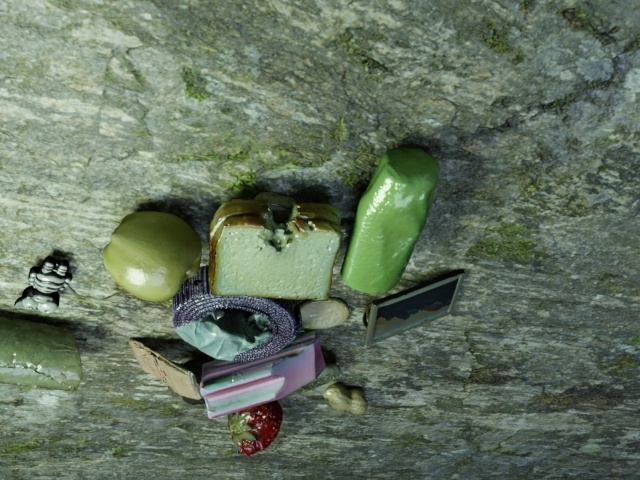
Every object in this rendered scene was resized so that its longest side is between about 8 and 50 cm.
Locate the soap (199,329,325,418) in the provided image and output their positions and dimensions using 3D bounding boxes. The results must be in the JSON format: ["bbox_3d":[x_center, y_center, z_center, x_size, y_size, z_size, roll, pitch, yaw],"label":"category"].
[{"bbox_3d":[-0.149,0.342,1.780,0.323,0.193,0.109,-17,108,-2],"label":"soap"}]

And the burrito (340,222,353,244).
[{"bbox_3d":[0.000,0.002,1.509,0.188,0.045,0.058,-20,150,11],"label":"burrito"}]

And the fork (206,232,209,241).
[{"bbox_3d":[-0.226,-0.028,1.456,0.012,0.016,0.115,-7,148,-39],"label":"fork"}]

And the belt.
[{"bbox_3d":[-0.210,0.182,1.641,0.324,0.122,0.260,27,126,-35],"label":"belt"}]

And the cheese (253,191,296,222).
[{"bbox_3d":[-0.123,-0.029,1.453,0.096,0.038,0.192,12,137,-22],"label":"cheese"}]

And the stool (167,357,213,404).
[{"bbox_3d":[-0.329,0.398,1.902,0.121,0.125,0.217,-15,164,37],"label":"stool"}]

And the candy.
[{"bbox_3d":[0.137,-0.033,1.407,0.142,0.132,0.344,16,131,-2],"label":"candy"}]

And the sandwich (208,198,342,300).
[{"bbox_3d":[-0.098,0.021,1.413,0.273,0.095,0.249,3,138,-10],"label":"sandwich"}]

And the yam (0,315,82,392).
[{"bbox_3d":[-0.732,0.270,1.621,0.304,0.168,0.168,14,137,-26],"label":"yam"}]

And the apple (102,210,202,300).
[{"bbox_3d":[-0.342,0.032,1.379,0.199,0.200,0.200,-5,142,-4],"label":"apple"}]

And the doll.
[{"bbox_3d":[-0.621,0.108,1.516,0.091,0.067,0.219,13,139,-31],"label":"doll"}]

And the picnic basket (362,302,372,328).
[{"bbox_3d":[0.138,0.202,1.763,0.072,0.072,0.083,-21,150,17],"label":"picnic basket"}]

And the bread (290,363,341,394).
[{"bbox_3d":[-0.067,0.416,1.959,0.266,0.041,0.267,-15,161,-5],"label":"bread"}]

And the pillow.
[{"bbox_3d":[-0.405,0.335,1.752,0.232,0.043,0.126,22,139,30],"label":"pillow"}]

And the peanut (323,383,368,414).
[{"bbox_3d":[0.082,0.501,2.132,0.187,0.082,0.082,24,132,-33],"label":"peanut"}]

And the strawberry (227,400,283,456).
[{"bbox_3d":[-0.194,0.551,2.079,0.201,0.186,0.184,-8,127,-48],"label":"strawberry"}]

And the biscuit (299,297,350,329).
[{"bbox_3d":[0.002,0.195,1.774,0.151,0.020,0.152,-5,142,-4],"label":"biscuit"}]

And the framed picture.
[{"bbox_3d":[0.240,0.173,1.727,0.265,0.018,0.192,-18,143,-16],"label":"framed picture"}]
